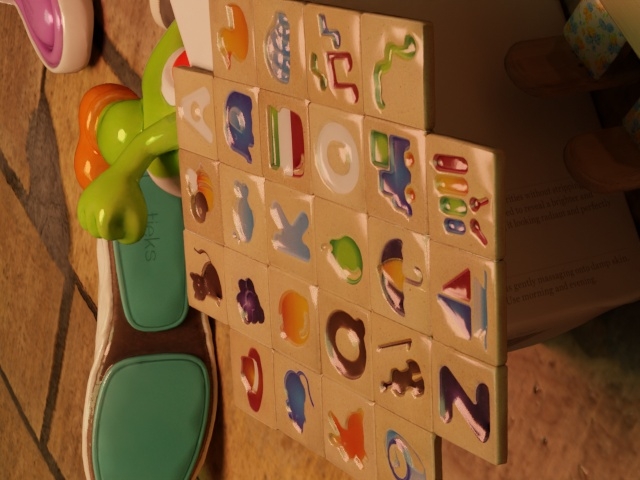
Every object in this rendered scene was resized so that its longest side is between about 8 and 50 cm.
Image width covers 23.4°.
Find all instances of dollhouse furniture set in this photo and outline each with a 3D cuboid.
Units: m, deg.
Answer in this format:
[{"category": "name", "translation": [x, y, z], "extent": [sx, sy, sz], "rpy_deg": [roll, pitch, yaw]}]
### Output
[{"category": "dollhouse furniture set", "translation": [0.149, -0.174, 0.870], "extent": [0.242, 0.161, 0.212], "rpy_deg": [62, 147, 26]}]

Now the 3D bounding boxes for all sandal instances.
[{"category": "sandal", "translation": [-0.374, -0.342, 1.766], "extent": [0.416, 0.102, 0.169], "rpy_deg": [50, 140, 40]}]

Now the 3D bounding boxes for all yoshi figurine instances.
[{"category": "yoshi figurine", "translation": [-0.074, -0.048, 1.257], "extent": [0.203, 0.203, 0.362], "rpy_deg": [40, 167, -23]}]

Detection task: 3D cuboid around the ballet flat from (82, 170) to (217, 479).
[{"category": "ballet flat", "translation": [-0.177, 0.094, 1.592], "extent": [0.139, 0.139, 0.400], "rpy_deg": [26, 118, 54]}]

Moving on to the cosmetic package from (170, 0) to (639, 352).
[{"category": "cosmetic package", "translation": [0.044, -0.108, 1.026], "extent": [0.156, 0.217, 0.385], "rpy_deg": [-33, 71, 58]}]

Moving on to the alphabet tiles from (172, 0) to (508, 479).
[{"category": "alphabet tiles", "translation": [0.000, 0.000, 0.923], "extent": [0.342, 0.011, 0.285], "rpy_deg": [21, 119, 54]}]

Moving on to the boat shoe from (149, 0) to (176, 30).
[{"category": "boat shoe", "translation": [-0.083, -0.313, 1.291], "extent": [0.095, 0.112, 0.335], "rpy_deg": [27, 131, 33]}]
